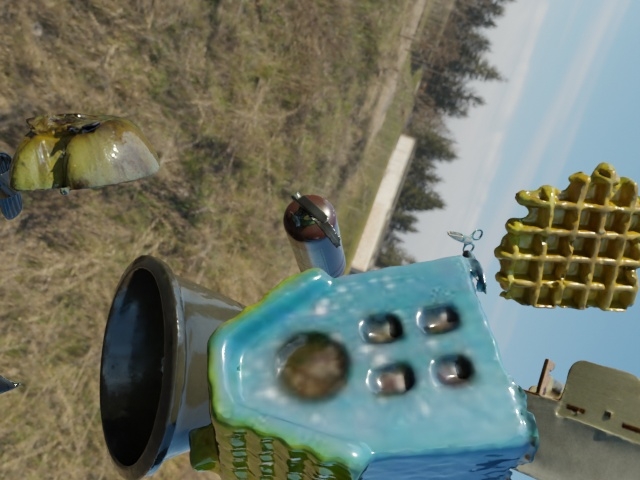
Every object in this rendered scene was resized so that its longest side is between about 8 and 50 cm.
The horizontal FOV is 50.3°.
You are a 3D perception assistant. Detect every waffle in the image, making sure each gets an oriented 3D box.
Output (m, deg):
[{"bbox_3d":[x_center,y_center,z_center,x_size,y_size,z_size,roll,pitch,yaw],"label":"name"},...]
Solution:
[{"bbox_3d":[0.369,-0.007,0.993,0.057,0.229,0.219,-111,-154,-69],"label":"waffle"}]

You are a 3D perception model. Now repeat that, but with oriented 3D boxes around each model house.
[{"bbox_3d":[0.381,0.273,0.875,0.244,0.326,0.169,36,73,-47],"label":"model house"},{"bbox_3d":[0.021,0.164,0.658,0.237,0.303,0.216,96,-17,-53],"label":"model house"}]

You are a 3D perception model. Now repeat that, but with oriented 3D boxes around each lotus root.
[{"bbox_3d":[-0.302,-0.123,0.859,0.203,0.183,0.078,-134,-144,-60],"label":"lotus root"}]

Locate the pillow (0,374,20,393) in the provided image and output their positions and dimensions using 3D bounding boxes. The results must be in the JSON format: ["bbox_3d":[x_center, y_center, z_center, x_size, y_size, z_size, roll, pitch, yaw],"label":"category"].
[{"bbox_3d":[-0.593,0.228,1.141,0.150,0.090,0.048,53,33,-46],"label":"pillow"}]

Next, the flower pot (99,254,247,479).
[{"bbox_3d":[-0.163,0.157,0.856,0.269,0.166,0.269,-20,-114,56],"label":"flower pot"}]

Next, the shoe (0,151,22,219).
[{"bbox_3d":[-0.570,-0.095,1.258,0.062,0.053,0.159,-51,161,-39],"label":"shoe"}]

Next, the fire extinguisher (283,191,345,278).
[{"bbox_3d":[0.000,0.000,0.911,0.071,0.099,0.231,-38,160,-10],"label":"fire extinguisher"}]

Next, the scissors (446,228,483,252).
[{"bbox_3d":[0.275,-0.005,1.310,0.119,0.014,0.058,16,110,-50],"label":"scissors"}]
